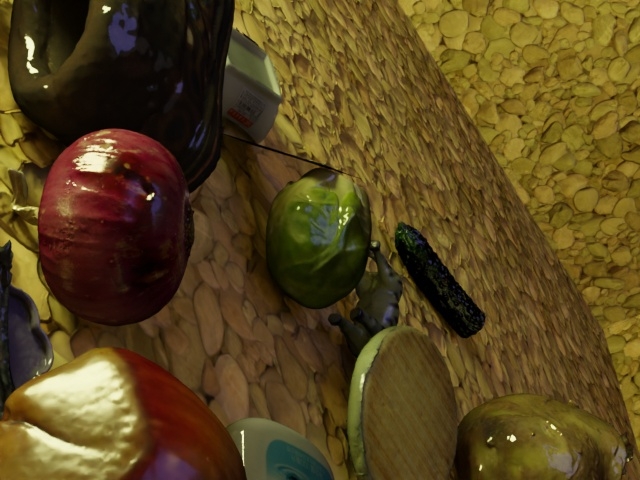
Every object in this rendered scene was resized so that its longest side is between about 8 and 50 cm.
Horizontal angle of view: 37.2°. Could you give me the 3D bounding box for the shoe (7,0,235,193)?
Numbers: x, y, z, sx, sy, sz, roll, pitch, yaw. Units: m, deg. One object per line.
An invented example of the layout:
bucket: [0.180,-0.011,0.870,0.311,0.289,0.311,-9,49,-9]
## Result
shoe: [-0.214,-0.239,1.026,0.237,0.171,0.384,47,33,-46]

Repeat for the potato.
potato: [0.311,0.347,1.500,0.237,0.289,0.301,36,67,-21]

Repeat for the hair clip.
hair clip: [-0.248,0.079,0.739,0.124,0.052,0.195,10,61,-58]

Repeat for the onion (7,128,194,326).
onion: [-0.186,-0.010,0.859,0.177,0.153,0.177,-24,90,-86]

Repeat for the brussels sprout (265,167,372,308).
brussels sprout: [-0.003,0.001,1.277,0.161,0.144,0.180,43,63,-27]

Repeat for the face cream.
face cream: [-0.035,0.335,0.886,0.163,0.080,0.336,42,28,-36]

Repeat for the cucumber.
cucumber: [0.220,0.074,1.825,0.300,0.072,0.072,50,24,-26]

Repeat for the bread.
bread: [0.111,0.246,1.298,0.267,0.040,0.267,17,68,-52]

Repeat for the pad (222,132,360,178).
pad: [-0.048,-0.120,1.320,0.127,0.190,0.004,11,98,-64]

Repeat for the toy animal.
toy animal: [0.070,0.123,1.379,0.170,0.090,0.255,27,60,-60]

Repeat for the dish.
dish: [-0.130,-0.244,1.365,0.212,0.077,0.151,26,42,-59]

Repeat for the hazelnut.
hazelnut: [-0.146,0.195,0.674,0.181,0.181,0.212,88,25,-47]
